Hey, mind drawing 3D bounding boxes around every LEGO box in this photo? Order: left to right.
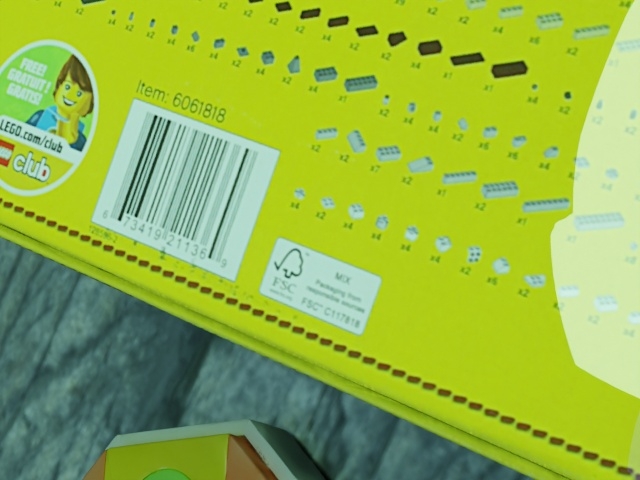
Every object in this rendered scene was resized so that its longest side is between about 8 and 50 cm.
[{"bbox_3d":[0.096,-0.039,0.646,0.500,0.372,0.193,22,94,34],"label":"LEGO box"}]

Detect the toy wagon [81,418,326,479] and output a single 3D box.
[{"bbox_3d":[-0.078,0.280,1.080,0.267,0.068,0.344,-11,66,37],"label":"toy wagon"}]
